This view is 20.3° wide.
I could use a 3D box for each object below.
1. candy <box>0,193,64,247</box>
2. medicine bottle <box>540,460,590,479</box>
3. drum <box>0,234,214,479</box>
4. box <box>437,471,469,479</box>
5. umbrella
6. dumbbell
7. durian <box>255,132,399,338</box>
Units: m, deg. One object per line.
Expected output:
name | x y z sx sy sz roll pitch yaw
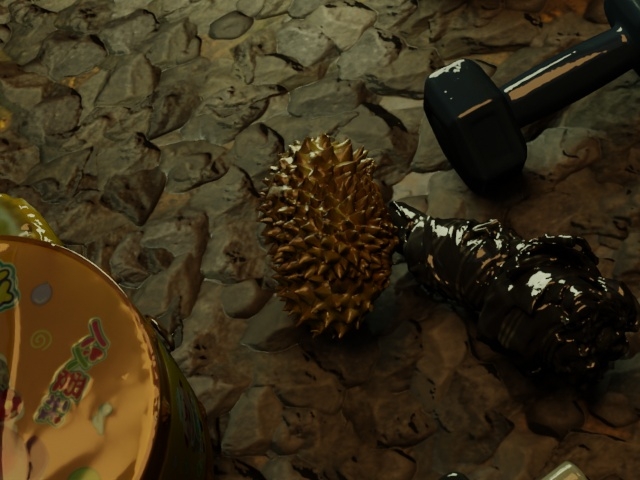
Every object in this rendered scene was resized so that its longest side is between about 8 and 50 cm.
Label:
candy | -0.418 0.063 2.108 0.260 0.118 0.259 -11 52 15
medicine bottle | 0.223 0.256 1.739 0.083 0.047 0.047 -36 48 -10
drum | -0.327 0.217 1.813 0.431 0.214 0.431 -6 62 11
box | 0.089 0.340 1.717 0.230 0.050 0.160 -35 49 -10
umbrella | 0.190 0.055 1.886 0.128 0.154 0.337 -7 14 -37
dumbbell | 0.279 -0.184 2.026 0.325 0.160 0.144 -29 78 -3
durian | -0.003 -0.009 1.956 0.183 0.138 0.249 -40 39 15
